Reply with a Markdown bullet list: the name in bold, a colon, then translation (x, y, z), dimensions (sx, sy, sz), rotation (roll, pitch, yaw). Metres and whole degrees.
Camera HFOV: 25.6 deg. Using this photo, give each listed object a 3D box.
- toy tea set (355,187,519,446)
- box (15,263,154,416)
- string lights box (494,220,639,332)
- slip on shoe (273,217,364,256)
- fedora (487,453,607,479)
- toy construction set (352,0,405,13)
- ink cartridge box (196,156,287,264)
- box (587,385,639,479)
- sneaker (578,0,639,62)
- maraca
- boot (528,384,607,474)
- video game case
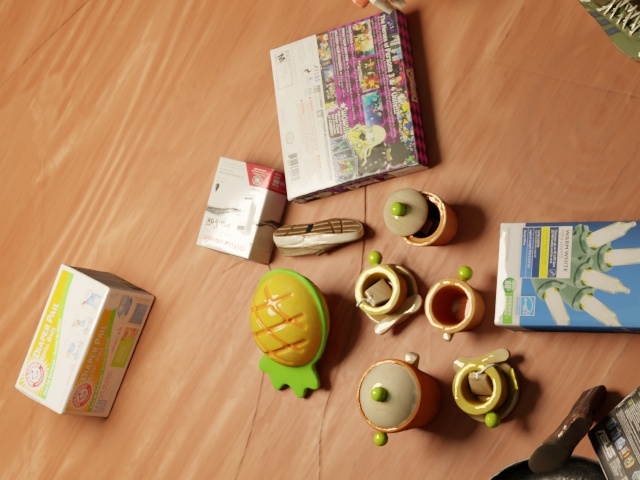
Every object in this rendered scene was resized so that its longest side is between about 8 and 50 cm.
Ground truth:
- **toy tea set**: translation (0.120, 0.098, 1.828), dimensions (0.200, 0.124, 0.336), rotation (-23, 70, 25)
- **box**: translation (-0.352, 0.152, 2.102), dimensions (0.103, 0.114, 0.203), rotation (24, 95, 32)
- **string lights box**: translation (0.351, 0.046, 1.730), dimensions (0.260, 0.077, 0.133), rotation (-1, 79, 30)
- **slip on shoe**: translation (0.000, 0.000, 1.968), dimensions (0.135, 0.051, 0.041), rotation (-7, 118, 21)
- **fedora**: translation (0.268, 0.419, 1.668), dimensions (0.334, 0.152, 0.334), rotation (-6, 79, 29)
- **toy construction set**: translation (0.147, -0.450, 1.909), dimensions (0.328, 0.151, 0.215), rotation (-44, 62, 4)
- **ink cartridge box**: translation (-0.110, -0.043, 2.028), dimensions (0.099, 0.056, 0.135), rotation (14, 88, 31)
- **box**: translation (0.431, 0.254, 1.572), dimensions (0.216, 0.060, 0.270), rotation (-47, 33, 23)
- **sneaker**: translation (0.367, -0.296, 1.776), dimensions (0.064, 0.086, 0.192), rotation (-45, 63, 16)
- **maraca**: translation (-0.043, 0.127, 1.939), dimensions (0.127, 0.099, 0.185), rotation (17, 116, 37)
- **boot**: translation (0.304, 0.228, 1.719), dimensions (0.037, 0.114, 0.106), rotation (45, 116, 1)
- **video game case**: translation (0.037, -0.187, 1.976), dimensions (0.210, 0.042, 0.232), rotation (-15, 74, 27)
